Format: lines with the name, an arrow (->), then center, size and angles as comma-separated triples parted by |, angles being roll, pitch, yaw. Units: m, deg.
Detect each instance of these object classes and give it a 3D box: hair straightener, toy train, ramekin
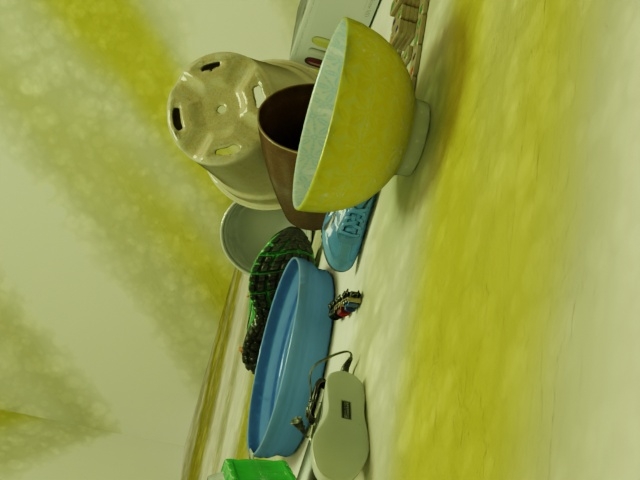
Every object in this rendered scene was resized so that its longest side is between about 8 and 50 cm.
hair straightener -> 0.002, 0.271, 1.501 | 0.047, 0.089, 0.230 | 1, 69, 48
toy train -> 0.038, 0.109, 1.676 | 0.158, 0.027, 0.036 | 132, 147, -72
ramekin -> -0.119, -0.022, 2.298 | 0.109, 0.207, 0.207 | -75, 0, -79

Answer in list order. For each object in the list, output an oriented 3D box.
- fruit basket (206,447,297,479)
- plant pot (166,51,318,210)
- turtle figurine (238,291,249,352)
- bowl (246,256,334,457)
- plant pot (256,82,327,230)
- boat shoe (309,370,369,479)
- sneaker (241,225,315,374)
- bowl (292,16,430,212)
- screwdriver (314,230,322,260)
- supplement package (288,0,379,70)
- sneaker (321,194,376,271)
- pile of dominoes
fruit basket -> -0.117, 0.532, 1.590 | 0.327, 0.166, 0.352 | -175, 95, -81
plant pot -> -0.149, -0.242, 2.043 | 0.305, 0.334, 0.333 | 16, -93, -72
turtle figurine -> -0.129, 0.147, 2.443 | 0.217, 0.087, 0.269 | -76, -3, -55
bowl -> -0.058, 0.227, 1.933 | 0.391, 0.077, 0.390 | -166, 90, -80
plant pot -> -0.012, -0.136, 1.872 | 0.215, 0.216, 0.230 | -87, 0, -47
boat shoe -> 0.024, 0.274, 1.395 | 0.219, 0.078, 0.070 | -76, 5, -60
sneaker -> -0.102, 0.118, 2.175 | 0.146, 0.134, 0.343 | -93, 19, -63
bowl -> 0.070, -0.168, 1.481 | 0.289, 0.156, 0.289 | -167, 90, -81
screwdriver -> 0.000, 0.000, 2.074 | 0.170, 0.025, 0.024 | 118, 163, -55
supplement package -> 0.039, -0.534, 2.229 | 0.261, 0.145, 0.204 | 113, 167, -49
sneaker -> 0.052, -0.050, 1.696 | 0.082, 0.069, 0.209 | 169, 114, -76
pile of dominoes -> 0.125, -0.301, 1.707 | 0.196, 0.040, 0.251 | 128, 154, -68
